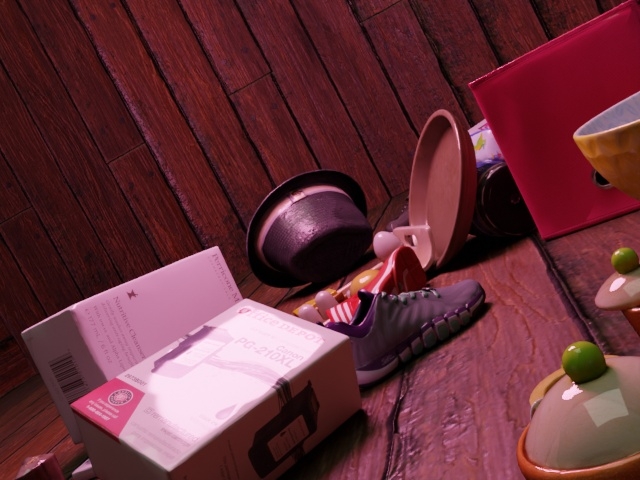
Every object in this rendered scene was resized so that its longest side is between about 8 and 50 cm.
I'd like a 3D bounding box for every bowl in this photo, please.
[{"bbox_3d":[0.424,-0.102,0.784,0.290,0.156,0.289,-27,5,2],"label":"bowl"}]

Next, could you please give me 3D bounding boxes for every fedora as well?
[{"bbox_3d":[0.000,0.000,1.797,0.334,0.334,0.152,-29,39,-18],"label":"fedora"}]

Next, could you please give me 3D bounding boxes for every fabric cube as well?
[{"bbox_3d":[0.417,-0.190,1.140,0.254,0.258,0.259,-23,7,37],"label":"fabric cube"}]

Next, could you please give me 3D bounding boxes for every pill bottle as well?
[{"bbox_3d":[0.290,-0.067,1.324,0.123,0.122,0.219,-28,5,-9],"label":"pill bottle"}]

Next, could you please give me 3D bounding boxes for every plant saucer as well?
[{"bbox_3d":[0.208,-0.083,1.327,0.041,0.277,0.278,3,0,-9],"label":"plant saucer"}]

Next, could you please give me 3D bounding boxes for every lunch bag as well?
[{"bbox_3d":[0.381,-0.153,1.458,0.219,0.090,0.176,4,-2,-12],"label":"lunch bag"}]

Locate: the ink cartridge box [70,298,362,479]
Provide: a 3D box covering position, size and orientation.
[{"bbox_3d":[-0.099,0.170,0.794,0.172,0.100,0.237,15,35,42],"label":"ink cartridge box"}]

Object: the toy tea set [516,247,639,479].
[{"bbox_3d":[0.198,0.066,0.446,0.200,0.124,0.336,-27,5,8],"label":"toy tea set"}]

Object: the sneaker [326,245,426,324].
[{"bbox_3d":[0.076,0.081,1.185,0.128,0.087,0.221,-24,5,27],"label":"sneaker"}]

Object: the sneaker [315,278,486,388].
[{"bbox_3d":[0.102,0.083,0.931,0.224,0.098,0.083,-30,6,-27],"label":"sneaker"}]

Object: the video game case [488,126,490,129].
[{"bbox_3d":[0.497,-0.219,1.495,0.244,0.061,0.269,2,-4,-17],"label":"video game case"}]

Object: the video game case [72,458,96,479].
[{"bbox_3d":[-0.261,0.291,1.186,0.173,0.022,0.190,-25,5,23],"label":"video game case"}]

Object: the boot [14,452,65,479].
[{"bbox_3d":[-0.283,0.280,0.878,0.037,0.114,0.106,-24,6,29],"label":"boot"}]

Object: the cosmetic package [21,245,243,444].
[{"bbox_3d":[-0.299,0.171,1.378,0.156,0.217,0.385,-25,3,33],"label":"cosmetic package"}]

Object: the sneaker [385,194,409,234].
[{"bbox_3d":[0.233,-0.079,1.840,0.078,0.106,0.234,-31,6,-41],"label":"sneaker"}]

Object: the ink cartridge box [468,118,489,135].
[{"bbox_3d":[0.367,-0.172,1.722,0.069,0.175,0.371,16,27,23],"label":"ink cartridge box"}]

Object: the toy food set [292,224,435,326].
[{"bbox_3d":[0.042,0.069,1.359,0.306,0.092,0.220,-32,5,-9],"label":"toy food set"}]
